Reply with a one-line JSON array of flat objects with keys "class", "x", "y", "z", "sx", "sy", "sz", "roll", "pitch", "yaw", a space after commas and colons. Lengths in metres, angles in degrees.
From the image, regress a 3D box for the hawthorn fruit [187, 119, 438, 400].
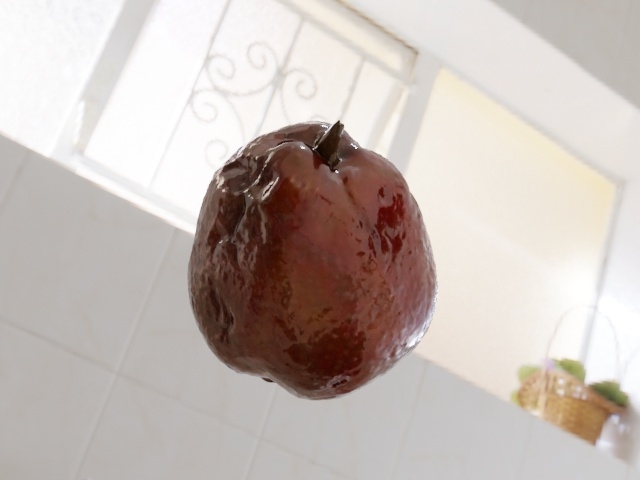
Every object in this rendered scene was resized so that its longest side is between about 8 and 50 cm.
[{"class": "hawthorn fruit", "x": -0.004, "y": 0.010, "z": 0.695, "sx": 0.173, "sy": 0.179, "sz": 0.173, "roll": -9, "pitch": 9, "yaw": 1}]
